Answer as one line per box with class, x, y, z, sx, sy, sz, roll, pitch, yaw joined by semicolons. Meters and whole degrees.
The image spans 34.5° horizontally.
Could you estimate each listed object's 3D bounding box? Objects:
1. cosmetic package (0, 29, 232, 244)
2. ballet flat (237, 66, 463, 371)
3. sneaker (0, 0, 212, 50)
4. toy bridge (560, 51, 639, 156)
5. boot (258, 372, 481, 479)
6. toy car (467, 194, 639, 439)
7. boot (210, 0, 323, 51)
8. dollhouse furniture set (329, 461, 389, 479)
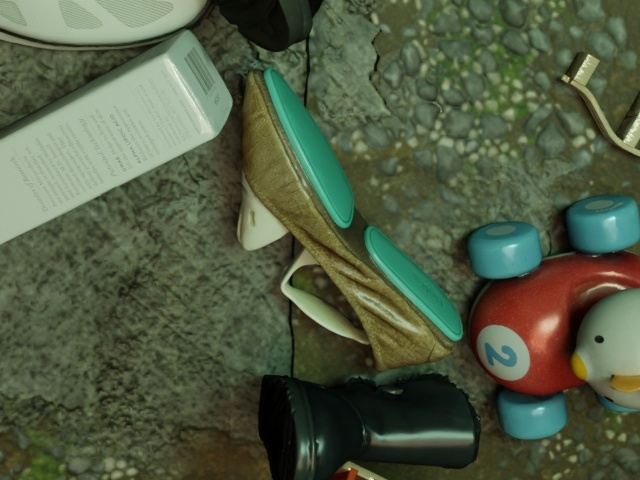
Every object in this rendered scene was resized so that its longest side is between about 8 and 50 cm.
cosmetic package;-0.200;-0.088;0.894;0.231;0.117;0.086;-26;107;13
ballet flat;0.000;0.000;0.991;0.124;0.116;0.342;-31;112;19
sneaker;-0.292;-0.242;0.789;0.447;0.257;0.169;12;101;-13
toy bridge;0.320;-0.122;1.044;0.188;0.026;0.063;26;99;-14
boot;0.054;0.175;0.964;0.207;0.246;0.094;4;90;-8
toy car;0.267;0.098;0.980;0.210;0.238;0.219;-14;105;-6
boot;-0.015;-0.353;0.826;0.260;0.131;0.348;-28;97;-18
dollhouse furniture set;0.028;0.366;1.016;0.135;0.262;0.259;27;64;-13
